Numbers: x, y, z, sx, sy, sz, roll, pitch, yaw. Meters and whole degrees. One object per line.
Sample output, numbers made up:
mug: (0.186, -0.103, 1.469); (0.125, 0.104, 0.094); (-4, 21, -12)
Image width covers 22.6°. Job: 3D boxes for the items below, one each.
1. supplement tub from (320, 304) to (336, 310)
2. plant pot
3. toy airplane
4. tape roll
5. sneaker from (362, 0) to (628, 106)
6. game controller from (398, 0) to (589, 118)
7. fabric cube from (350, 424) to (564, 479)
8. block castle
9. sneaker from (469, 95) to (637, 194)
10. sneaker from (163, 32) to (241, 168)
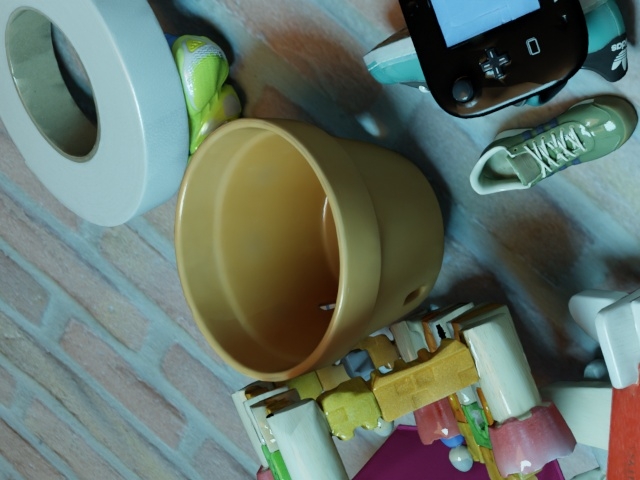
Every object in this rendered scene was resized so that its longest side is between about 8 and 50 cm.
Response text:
supplement tub: (-0.003, 0.054, 2.017); (0.107, 0.071, 0.071); (14, 131, 33)
plant pot: (0.000, 0.000, 1.812); (0.291, 0.203, 0.291); (10, 104, 46)
toy airplane: (0.393, 0.215, 1.688); (0.384, 0.272, 0.386); (-63, 38, 39)
tape roll: (-0.307, -0.205, 2.002); (0.392, 0.072, 0.392); (34, 139, 36)
sneaker: (0.173, -0.182, 1.623); (0.302, 0.108, 0.121); (-9, 112, 44)
game controller: (0.140, -0.281, 1.510); (0.166, 0.067, 0.319); (-22, 85, 36)
fabric cube: (0.165, 0.418, 2.030); (0.254, 0.258, 0.259); (-2, 121, 42)
block castle: (0.083, 0.223, 1.778); (0.453, 0.303, 0.213); (166, 81, -81)
sneaker: (0.234, -0.088, 1.665); (0.192, 0.086, 0.064); (-15, 111, 48)
sneaker: (-0.156, -0.156, 1.981); (0.126, 0.091, 0.240); (34, 139, 40)
